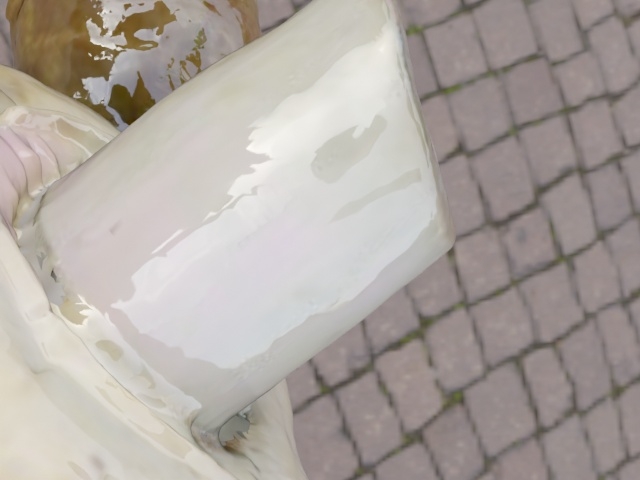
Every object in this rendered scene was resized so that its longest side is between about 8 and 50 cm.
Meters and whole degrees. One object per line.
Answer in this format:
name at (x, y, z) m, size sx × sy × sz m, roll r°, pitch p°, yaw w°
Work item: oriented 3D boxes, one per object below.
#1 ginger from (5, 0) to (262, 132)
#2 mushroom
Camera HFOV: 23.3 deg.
ginger at (-0.141, -0.142, 1.221) m, size 0.200 × 0.223 × 0.269 m, roll -11°, pitch 112°, yaw -8°
mushroom at (-0.109, 0.072, 0.638) m, size 0.353 × 0.353 × 0.325 m, roll -7°, pitch 92°, yaw -39°
